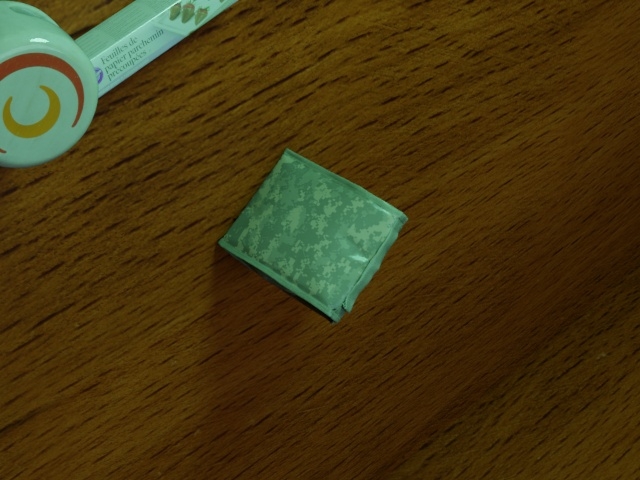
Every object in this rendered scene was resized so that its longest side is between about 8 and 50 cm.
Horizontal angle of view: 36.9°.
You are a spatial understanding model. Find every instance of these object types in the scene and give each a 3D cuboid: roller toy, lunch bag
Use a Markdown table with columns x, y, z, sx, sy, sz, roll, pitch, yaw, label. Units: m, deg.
| x | y | z | sx | sy | sz | roll | pitch | yaw | label |
| --- | --- | --- | --- | --- | --- | --- | --- | --- | --- |
| -0.400 | -0.203 | 1.247 | 0.191 | 0.146 | 0.209 | -24 | 135 | -24 | roller toy |
| 0.000 | 0.000 | 1.779 | 0.235 | 0.287 | 0.169 | -55 | 145 | -6 | lunch bag |

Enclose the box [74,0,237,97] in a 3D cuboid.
| x | y | z | sx | sy | sz | roll | pitch | yaw | label |
| --- | --- | --- | --- | --- | --- | --- | --- | --- | --- |
| -0.242 | -0.325 | 1.421 | 0.324 | 0.067 | 0.063 | -42 | 142 | -23 | box |
